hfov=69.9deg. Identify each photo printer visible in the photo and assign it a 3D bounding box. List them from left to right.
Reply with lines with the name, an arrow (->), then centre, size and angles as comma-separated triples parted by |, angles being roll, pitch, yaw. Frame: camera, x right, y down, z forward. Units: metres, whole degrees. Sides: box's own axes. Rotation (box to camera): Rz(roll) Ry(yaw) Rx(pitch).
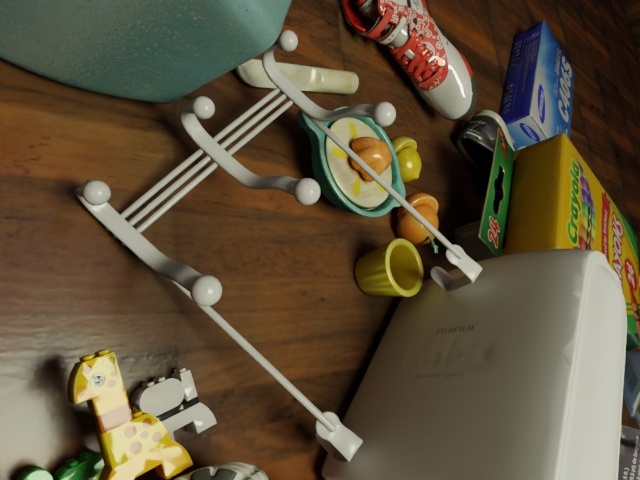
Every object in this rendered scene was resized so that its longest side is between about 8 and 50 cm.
photo printer -> 0.163, 0.137, 0.466 | 0.107, 0.256, 0.307 | 49, 51, -17

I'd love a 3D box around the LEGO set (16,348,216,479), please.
LEGO set -> -0.164, 0.126, 0.291 | 0.227, 0.087, 0.093 | -15, 88, -45

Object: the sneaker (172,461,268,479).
sneaker -> -0.105, 0.285, 0.291 | 0.107, 0.118, 0.279 | 27, 69, 15

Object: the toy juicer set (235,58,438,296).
toy juicer set -> 0.064, -0.110, 0.565 | 0.209, 0.089, 0.329 | -41, 105, -41

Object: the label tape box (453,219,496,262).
label tape box -> 0.355, 0.141, 0.739 | 0.249, 0.115, 0.348 | 2, 75, -42

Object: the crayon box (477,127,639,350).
crayon box -> 0.352, -0.002, 0.648 | 0.318, 0.081, 0.202 | 37, 56, -27

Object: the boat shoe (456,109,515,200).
boat shoe -> 0.318, -0.111, 0.808 | 0.079, 0.084, 0.233 | -46, 107, -29

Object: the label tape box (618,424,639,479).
label tape box -> 0.487, 0.421, 0.715 | 0.333, 0.106, 0.241 | 17, 78, 5

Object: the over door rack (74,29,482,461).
over door rack -> 0.000, 0.000, 0.405 | 0.324, 0.108, 0.239 | 48, 66, -11

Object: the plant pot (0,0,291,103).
plant pot -> -0.145, -0.248, 0.326 | 0.252, 0.247, 0.248 | 39, 54, -41

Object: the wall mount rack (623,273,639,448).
wall mount rack -> 0.532, 0.134, 0.666 | 0.350, 0.130, 0.304 | -59, 155, -58

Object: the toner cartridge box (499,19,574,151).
toner cartridge box -> 0.489, -0.320, 1.022 | 0.165, 0.075, 0.348 | 40, 54, -25

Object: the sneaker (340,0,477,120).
sneaker -> 0.124, -0.288, 0.675 | 0.145, 0.090, 0.270 | -30, 95, -42
